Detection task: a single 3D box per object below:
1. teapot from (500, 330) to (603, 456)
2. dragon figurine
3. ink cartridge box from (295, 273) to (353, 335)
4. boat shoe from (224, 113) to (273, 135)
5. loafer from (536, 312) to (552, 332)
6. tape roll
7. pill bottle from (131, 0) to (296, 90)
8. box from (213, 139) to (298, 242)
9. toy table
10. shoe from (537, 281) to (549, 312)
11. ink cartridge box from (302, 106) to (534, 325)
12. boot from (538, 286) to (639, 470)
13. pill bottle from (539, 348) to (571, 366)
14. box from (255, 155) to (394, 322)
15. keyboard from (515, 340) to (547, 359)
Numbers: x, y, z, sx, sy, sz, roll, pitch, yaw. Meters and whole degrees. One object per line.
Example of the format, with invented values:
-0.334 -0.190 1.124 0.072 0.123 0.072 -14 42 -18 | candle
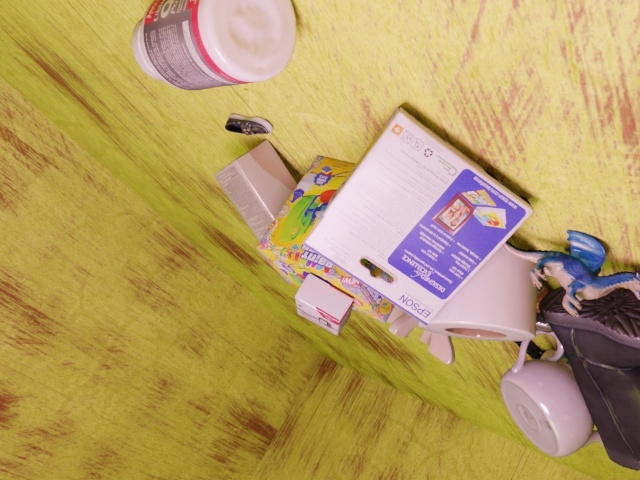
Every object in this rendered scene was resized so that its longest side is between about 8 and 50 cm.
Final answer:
0.584 0.386 1.392 0.252 0.187 0.256 52 165 42 | teapot
0.476 0.041 1.056 0.289 0.144 0.085 44 172 32 | dragon figurine
0.008 0.143 1.219 0.109 0.063 0.150 28 162 10 | ink cartridge box
-0.175 -0.274 1.367 0.142 0.040 0.049 18 157 37 | boat shoe
0.472 0.176 1.399 0.251 0.094 0.087 19 154 34 | loafer
0.339 0.118 1.217 0.246 0.169 0.246 7 165 2 | tape roll
-0.204 -0.356 0.986 0.319 0.176 0.176 11 152 47 | pill bottle
-0.123 -0.087 1.468 0.148 0.121 0.311 -15 112 56 | box
0.291 0.201 1.537 0.252 0.160 0.274 27 -173 -39 | toy table
0.467 0.131 1.337 0.081 0.063 0.178 45 154 -21 | shoe
0.176 -0.036 1.059 0.304 0.307 0.072 34 -156 -8 | ink cartridge box
0.668 0.313 1.126 0.444 0.146 0.367 63 166 -13 | boot
0.715 0.399 1.497 0.264 0.146 0.146 18 157 38 | pill bottle
0.067 -0.010 1.279 0.290 0.279 0.177 18 158 35 | box
0.634 0.343 1.659 0.192 0.038 0.100 38 161 -21 | keyboard
